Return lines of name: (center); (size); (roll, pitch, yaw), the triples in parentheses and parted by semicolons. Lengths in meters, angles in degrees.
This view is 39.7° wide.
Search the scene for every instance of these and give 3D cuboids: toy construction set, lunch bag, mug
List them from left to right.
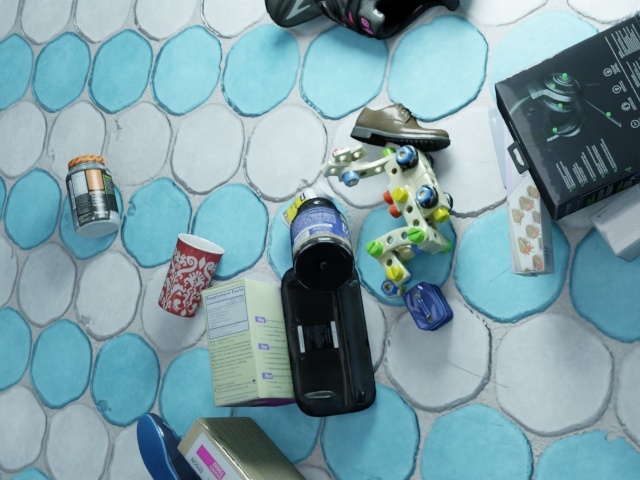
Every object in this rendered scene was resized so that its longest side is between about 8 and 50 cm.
mug: (-0.302, 0.080, 2.060); (0.113, 0.150, 0.169); (21, 99, -4)
toy construction set: (0.143, -0.068, 1.778); (0.215, 0.151, 0.327); (-38, 71, 27)
lunch bag: (0.210, 0.133, 1.741); (0.067, 0.065, 0.098); (-39, 63, 20)

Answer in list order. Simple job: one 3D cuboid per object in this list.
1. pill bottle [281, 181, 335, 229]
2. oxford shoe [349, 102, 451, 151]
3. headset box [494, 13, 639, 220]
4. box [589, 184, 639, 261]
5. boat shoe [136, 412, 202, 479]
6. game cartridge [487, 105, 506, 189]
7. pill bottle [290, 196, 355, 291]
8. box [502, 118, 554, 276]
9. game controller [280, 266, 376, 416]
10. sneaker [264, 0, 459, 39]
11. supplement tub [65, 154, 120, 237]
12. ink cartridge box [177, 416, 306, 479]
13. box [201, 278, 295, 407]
pill bottle: (-0.025, -0.071, 1.921); (0.116, 0.065, 0.065); (-44, 62, 17)
oxford shoe: (0.168, -0.238, 1.822); (0.227, 0.083, 0.096); (16, 85, 31)
headset box: (0.458, -0.198, 1.507); (0.283, 0.131, 0.246); (-26, 76, 8)
box: (0.542, -0.028, 1.542); (0.102, 0.101, 0.087); (-38, 65, 21)
boat shoe: (-0.332, 0.507, 2.002); (0.109, 0.089, 0.258); (-41, 68, 34)
game cartridge: (0.469, -0.201, 1.647); (0.297, 0.062, 0.198); (-17, 77, 28)
pill bottle: (0.000, 0.000, 1.798); (0.123, 0.123, 0.219); (-43, 23, 18)
box: (0.378, -0.096, 1.617); (0.063, 0.067, 0.324); (-7, 79, 30)
game controller: (0.014, 0.198, 1.823); (0.166, 0.067, 0.319); (-9, 75, 4)
sneaker: (0.080, -0.521, 1.865); (0.483, 0.185, 0.202); (-5, 75, 32)
supplement tub: (-0.576, -0.112, 2.237); (0.117, 0.117, 0.190); (-24, 69, 26)
ink cartridge box: (-0.152, 0.472, 1.830); (0.235, 0.193, 0.088); (43, 104, 30)
box: (-0.126, 0.218, 1.844); (0.117, 0.213, 0.243); (-16, 74, 28)
